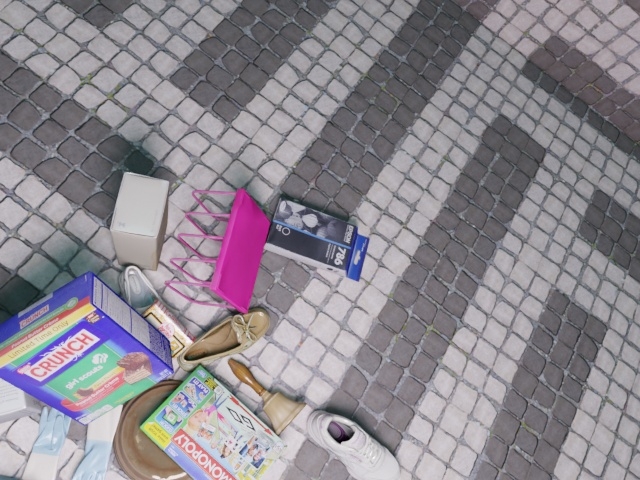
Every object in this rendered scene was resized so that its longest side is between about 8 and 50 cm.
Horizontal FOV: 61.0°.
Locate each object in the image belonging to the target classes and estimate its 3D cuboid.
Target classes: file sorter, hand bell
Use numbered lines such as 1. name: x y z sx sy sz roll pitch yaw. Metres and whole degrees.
1. file sorter: -0.289 0.027 1.519 0.182 0.202 0.290 4 67 19
2. hand bell: -0.167 0.417 1.515 0.242 0.126 0.126 42 65 13

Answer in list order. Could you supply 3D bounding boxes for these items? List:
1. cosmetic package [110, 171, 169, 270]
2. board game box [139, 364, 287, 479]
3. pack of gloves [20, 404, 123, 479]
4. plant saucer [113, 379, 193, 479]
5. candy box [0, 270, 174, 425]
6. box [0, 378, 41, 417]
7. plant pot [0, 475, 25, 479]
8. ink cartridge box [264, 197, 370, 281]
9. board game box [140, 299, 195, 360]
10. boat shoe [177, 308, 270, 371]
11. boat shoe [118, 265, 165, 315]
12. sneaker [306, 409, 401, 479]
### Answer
1. cosmetic package: -0.472 -0.038 1.438 0.113 0.309 0.160 12 70 -13
2. board game box: -0.271 0.508 1.397 0.317 0.046 0.213 41 58 5
3. pack of gloves: -0.621 0.521 1.367 0.195 0.046 0.232 8 67 -3
4. plant saucer: -0.393 0.499 1.414 0.278 0.041 0.277 7 61 -13
5. candy box: -0.544 0.260 1.264 0.268 0.317 0.122 -31 42 1
6. box: -0.779 0.369 1.278 0.182 0.181 0.119 -12 74 -20
7. plant pot: -0.765 0.635 1.143 0.247 0.252 0.247 14 69 -4
8. ink cartridge box: 0.000 0.000 1.711 0.333 0.065 0.165 19 67 -12
9. board game box: -0.452 0.273 1.429 0.193 0.045 0.146 -40 101 3
10. boat shoe: -0.261 0.278 1.522 0.285 0.089 0.104 -30 83 -24
11. boat shoe: -0.471 0.196 1.478 0.098 0.096 0.277 -28 84 -26
12. sneaker: 0.102 0.583 1.504 0.305 0.152 0.114 35 64 -6
